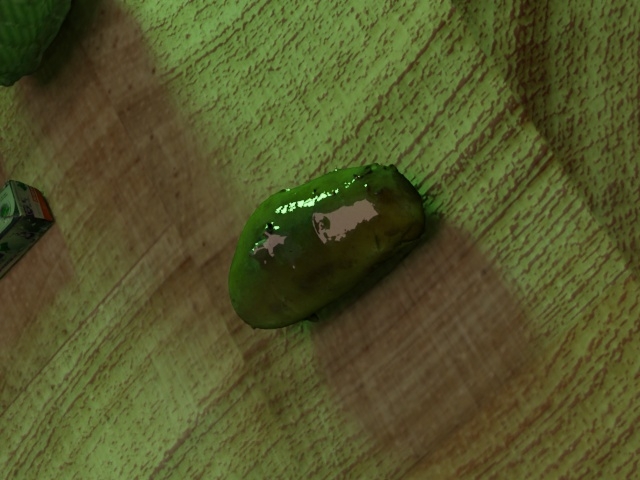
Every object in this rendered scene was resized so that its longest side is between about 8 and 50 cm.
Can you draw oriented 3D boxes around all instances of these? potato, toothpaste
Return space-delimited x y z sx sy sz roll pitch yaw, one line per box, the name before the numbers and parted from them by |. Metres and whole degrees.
potato | 0.000 0.000 1.431 0.188 0.085 0.105 -25 69 32
toothpaste | -0.332 0.020 1.756 0.196 0.040 0.047 -43 53 29

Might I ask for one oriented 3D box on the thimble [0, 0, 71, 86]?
thimble | -0.338 -0.249 1.696 0.219 0.219 0.150 47 116 36
